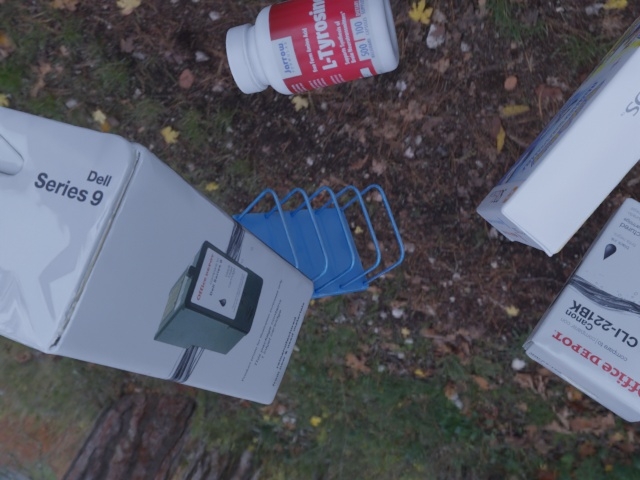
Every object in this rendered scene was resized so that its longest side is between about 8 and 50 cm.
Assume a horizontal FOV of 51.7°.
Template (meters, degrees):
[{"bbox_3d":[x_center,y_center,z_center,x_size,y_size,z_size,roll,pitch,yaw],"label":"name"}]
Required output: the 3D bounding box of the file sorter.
[{"bbox_3d":[0.000,0.000,0.801,0.104,0.170,0.118,-36,66,49],"label":"file sorter"}]

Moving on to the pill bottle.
[{"bbox_3d":[-0.020,-0.504,1.681,0.408,0.229,0.229,-10,119,15],"label":"pill bottle"}]

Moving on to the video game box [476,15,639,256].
[{"bbox_3d":[0.194,-0.085,0.452,0.048,0.187,0.205,39,97,3],"label":"video game box"}]

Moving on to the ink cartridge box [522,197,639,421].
[{"bbox_3d":[0.468,0.107,0.998,0.197,0.114,0.272,34,84,17],"label":"ink cartridge box"}]

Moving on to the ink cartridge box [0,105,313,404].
[{"bbox_3d":[-0.158,0.021,0.491,0.211,0.121,0.289,15,167,23],"label":"ink cartridge box"}]
